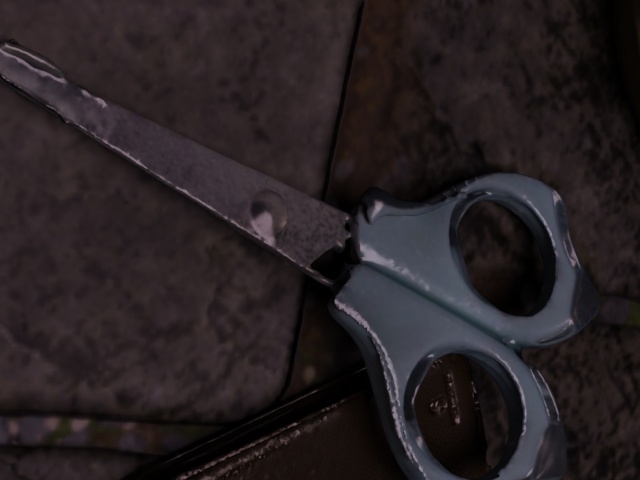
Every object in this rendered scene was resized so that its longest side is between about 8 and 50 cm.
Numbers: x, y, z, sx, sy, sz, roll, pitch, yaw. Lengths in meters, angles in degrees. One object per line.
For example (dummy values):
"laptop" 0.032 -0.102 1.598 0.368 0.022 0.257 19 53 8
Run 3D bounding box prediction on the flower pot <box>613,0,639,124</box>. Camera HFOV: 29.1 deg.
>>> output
"flower pot" 0.342 -0.140 0.664 0.307 0.244 0.307 -8 105 -31

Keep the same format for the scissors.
"scissors" 0.001 0.000 0.589 0.360 0.029 0.191 30 67 -28

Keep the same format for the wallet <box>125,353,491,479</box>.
"wallet" 0.000 0.131 0.630 0.198 0.031 0.110 -22 109 -27
